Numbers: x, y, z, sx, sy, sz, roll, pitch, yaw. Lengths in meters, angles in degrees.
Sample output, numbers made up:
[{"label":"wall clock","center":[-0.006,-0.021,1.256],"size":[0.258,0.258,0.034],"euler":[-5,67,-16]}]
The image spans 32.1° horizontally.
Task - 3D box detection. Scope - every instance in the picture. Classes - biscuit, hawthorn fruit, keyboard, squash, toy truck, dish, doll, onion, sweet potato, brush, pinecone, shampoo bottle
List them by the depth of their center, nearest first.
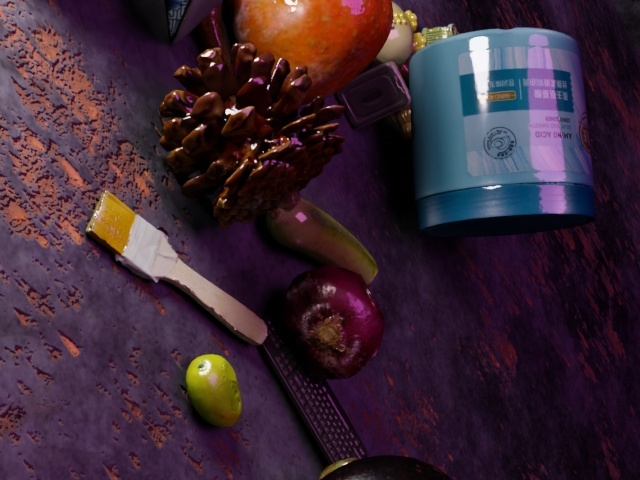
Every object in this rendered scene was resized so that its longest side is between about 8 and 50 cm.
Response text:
[{"label":"brush","center":[-0.185,0.053,1.516],"size":[0.336,0.020,0.085],"euler":[42,45,-35]},{"label":"pinecone","center":[-0.111,-0.154,1.547],"size":[0.264,0.264,0.264],"euler":[31,50,-45]},{"label":"dish","center":[-0.179,-0.431,1.623],"size":[0.080,0.182,0.243],"euler":[-4,74,-20]},{"label":"keyboard","center":[0.008,0.278,1.677],"size":[0.103,0.041,0.381],"euler":[-39,107,-56]},{"label":"onion","center":[0.031,0.106,1.697],"size":[0.173,0.135,0.198],"euler":[58,19,-16]},{"label":"sweet potato","center":[-0.177,-0.375,1.723],"size":[0.078,0.058,0.255],"euler":[10,68,-76]},{"label":"hawthorn fruit","center":[-0.029,-0.361,1.759],"size":[0.284,0.284,0.284],"euler":[31,50,-45]},{"label":"squash","center":[0.000,0.000,1.779],"size":[0.250,0.083,0.083],"euler":[35,47,-47]},{"label":"doll","center":[0.088,-0.390,2.068],"size":[0.296,0.117,0.141],"euler":[-5,76,-57]},{"label":"shampoo bottle","center":[0.336,-0.193,2.095],"size":[0.331,0.331,0.342],"euler":[7,78,-55]},{"label":"biscuit","center":[0.214,-0.277,2.271],"size":[0.290,0.041,0.208],"euler":[16,60,-53]},{"label":"toy truck","center":[0.283,-0.403,2.409],"size":[0.169,0.077,0.100],"euler":[8,81,-58]}]

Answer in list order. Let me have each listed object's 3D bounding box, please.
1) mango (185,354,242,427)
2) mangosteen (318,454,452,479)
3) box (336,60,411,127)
[{"label":"mango","center":[-0.140,0.203,1.480],"size":[0.108,0.056,0.073],"euler":[59,40,-23]},{"label":"mangosteen","center":[0.084,0.420,1.526],"size":[0.288,0.288,0.287],"euler":[31,50,-45]},{"label":"box","center":[0.099,-0.270,2.028],"size":[0.089,0.122,0.062],"euler":[61,21,-15]}]
